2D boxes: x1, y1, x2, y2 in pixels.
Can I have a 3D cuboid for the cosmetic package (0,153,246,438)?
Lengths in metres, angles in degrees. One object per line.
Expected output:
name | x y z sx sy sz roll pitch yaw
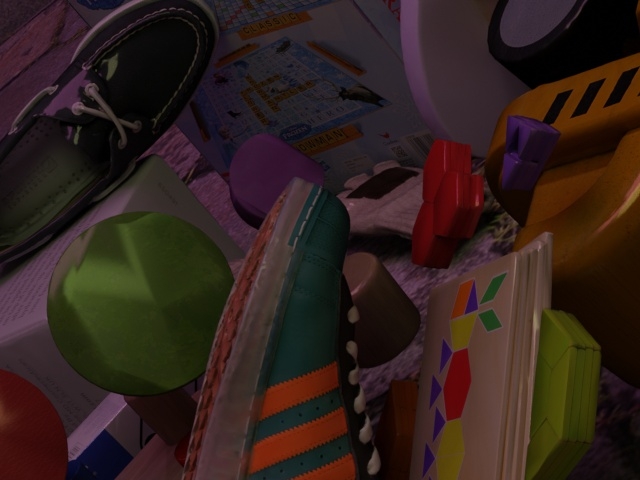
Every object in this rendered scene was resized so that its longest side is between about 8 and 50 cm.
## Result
cosmetic package | -0.295 0.114 1.578 0.453 0.161 0.230 -22 28 38

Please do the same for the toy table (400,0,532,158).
toy table | 0.180 -0.198 1.316 0.252 0.274 0.161 -5 7 -29

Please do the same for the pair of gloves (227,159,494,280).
pair of gloves | 0.000 0.000 1.381 0.240 0.042 0.204 -28 14 -13

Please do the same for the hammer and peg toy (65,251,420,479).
hammer and peg toy | -0.078 0.174 1.160 0.361 0.127 0.266 -48 21 -16

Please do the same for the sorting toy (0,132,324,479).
sorting toy | -0.139 0.073 1.191 0.365 0.127 0.126 -44 -10 -14

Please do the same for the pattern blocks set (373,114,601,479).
pattern blocks set | 0.086 0.093 0.930 0.285 0.026 0.325 171 109 -75

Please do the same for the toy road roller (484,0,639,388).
toy road roller | 0.241 -0.052 0.980 0.329 0.202 0.240 -16 48 48

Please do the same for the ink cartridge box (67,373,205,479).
ink cartridge box | -0.134 0.163 1.309 0.207 0.097 0.046 -47 22 -13

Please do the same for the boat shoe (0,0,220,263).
boat shoe | -0.201 -0.088 1.464 0.302 0.114 0.091 -47 18 15

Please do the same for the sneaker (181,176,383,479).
sneaker | -0.011 0.119 0.999 0.108 0.121 0.302 167 117 -80

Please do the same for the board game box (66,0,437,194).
board game box | -0.046 -0.178 1.512 0.318 0.318 0.066 -13 35 49
